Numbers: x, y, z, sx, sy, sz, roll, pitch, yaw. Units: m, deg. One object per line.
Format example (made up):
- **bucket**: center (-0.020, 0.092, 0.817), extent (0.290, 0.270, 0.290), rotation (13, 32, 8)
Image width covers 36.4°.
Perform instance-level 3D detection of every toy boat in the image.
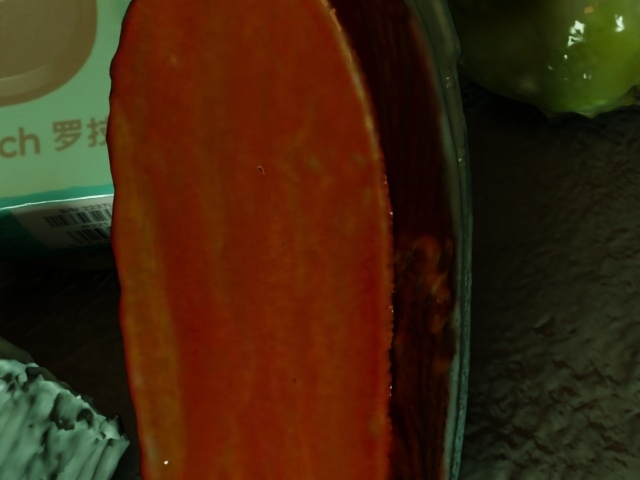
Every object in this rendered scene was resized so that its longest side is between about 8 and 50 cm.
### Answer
- **toy boat**: center (0.000, 0.000, 0.425), extent (0.145, 0.133, 0.332), rotation (2, 100, 27)

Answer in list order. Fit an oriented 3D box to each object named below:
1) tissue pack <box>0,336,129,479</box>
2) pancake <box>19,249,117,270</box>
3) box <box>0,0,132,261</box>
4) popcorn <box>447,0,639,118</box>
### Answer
- **tissue pack**: center (-0.335, 0.131, 0.521), extent (0.388, 0.162, 0.287), rotation (20, 73, 29)
- **pancake**: center (-0.131, -0.087, 0.647), extent (0.250, 0.031, 0.250), rotation (-7, 64, 14)
- **box**: center (-0.160, -0.149, 0.548), extent (0.205, 0.118, 0.311), rotation (-6, 78, -1)
- **popcorn**: center (0.096, -0.249, 0.481), extent (0.321, 0.290, 0.326), rotation (-65, 20, 11)
